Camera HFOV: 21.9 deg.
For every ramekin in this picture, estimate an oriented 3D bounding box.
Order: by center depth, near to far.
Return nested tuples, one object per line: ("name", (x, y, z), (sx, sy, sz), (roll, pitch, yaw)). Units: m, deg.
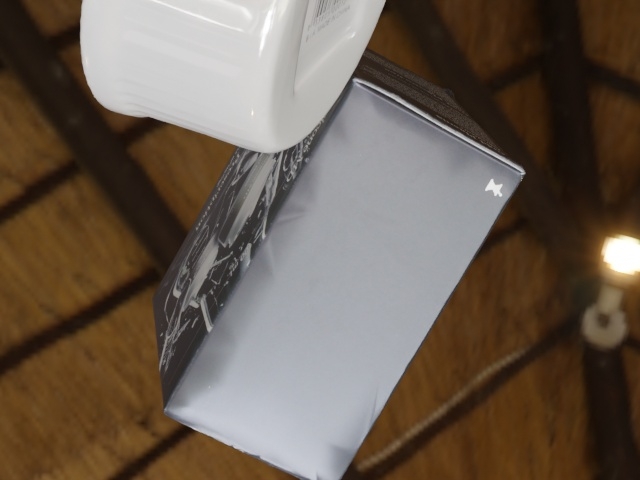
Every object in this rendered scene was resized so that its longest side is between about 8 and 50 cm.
("ramekin", (-0.042, -0.196, 1.175), (0.135, 0.277, 0.277), (24, -140, 14))

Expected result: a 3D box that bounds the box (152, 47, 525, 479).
("box", (0.000, 0.000, 1.554), (0.179, 0.343, 0.312), (27, -169, -15))
